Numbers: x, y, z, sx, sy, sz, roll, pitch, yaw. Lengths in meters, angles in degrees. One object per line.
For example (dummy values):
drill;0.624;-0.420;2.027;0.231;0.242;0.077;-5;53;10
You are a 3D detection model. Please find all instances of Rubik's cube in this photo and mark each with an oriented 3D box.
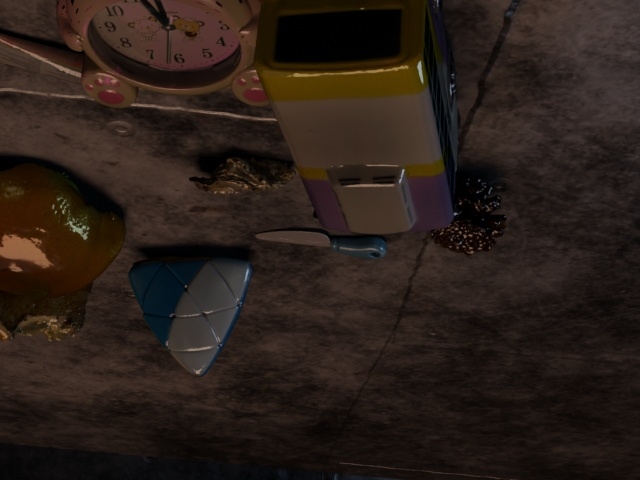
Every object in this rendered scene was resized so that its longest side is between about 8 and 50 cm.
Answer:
Rubik's cube;-0.243;0.157;2.337;0.255;0.254;0.254;3;155;2

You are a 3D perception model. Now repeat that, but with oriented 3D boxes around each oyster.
oyster;-0.128;-0.104;1.953;0.177;0.056;0.105;-3;165;17

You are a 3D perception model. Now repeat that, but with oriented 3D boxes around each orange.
orange;-0.505;-0.010;2.100;0.263;0.196;0.334;-20;140;17

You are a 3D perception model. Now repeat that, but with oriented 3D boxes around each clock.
clock;-0.194;-0.289;1.509;0.284;0.114;0.309;1;153;9

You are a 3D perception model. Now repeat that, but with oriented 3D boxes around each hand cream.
hand cream;-0.386;-0.256;1.697;0.210;0.043;0.067;15;151;-10

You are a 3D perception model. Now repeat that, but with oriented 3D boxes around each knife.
knife;0.001;-0.001;2.190;0.244;0.032;0.058;8;157;1

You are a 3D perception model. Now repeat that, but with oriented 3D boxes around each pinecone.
pinecone;0.240;-0.044;1.944;0.140;0.120;0.140;5;157;2

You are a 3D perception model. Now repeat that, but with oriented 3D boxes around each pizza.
pizza;-0.557;0.107;2.240;0.324;0.223;0.089;1;141;-37

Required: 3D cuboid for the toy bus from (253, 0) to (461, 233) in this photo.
toy bus;0.065;-0.182;1.530;0.209;0.249;0.440;-1;154;11
